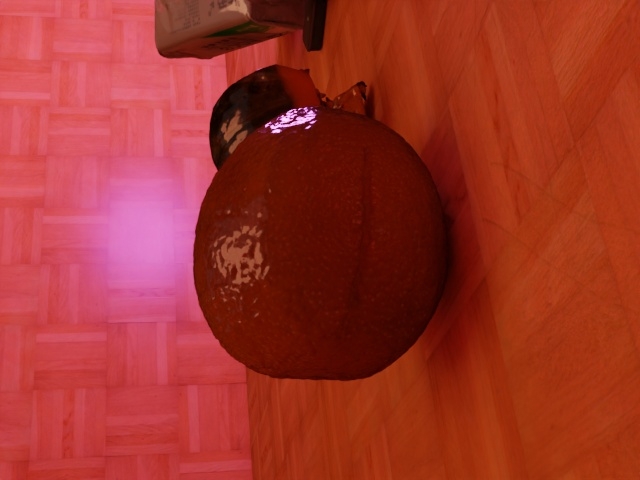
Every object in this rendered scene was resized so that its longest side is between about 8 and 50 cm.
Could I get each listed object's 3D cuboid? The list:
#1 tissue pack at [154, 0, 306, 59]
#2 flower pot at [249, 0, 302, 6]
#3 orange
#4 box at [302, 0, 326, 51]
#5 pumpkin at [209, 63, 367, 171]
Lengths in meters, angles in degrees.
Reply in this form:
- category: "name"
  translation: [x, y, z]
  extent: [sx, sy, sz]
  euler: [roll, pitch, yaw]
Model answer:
- category: "tissue pack"
  translation: [-0.220, -0.632, 2.170]
  extent: [0.404, 0.205, 0.332]
  euler: [-2, 90, 48]
- category: "flower pot"
  translation: [-0.091, -0.591, 1.807]
  extent: [0.195, 0.246, 0.246]
  euler: [113, 154, -64]
- category: "orange"
  translation: [0.000, 0.000, 1.152]
  extent: [0.322, 0.321, 0.357]
  euler: [115, 158, -65]
- category: "box"
  translation: [-0.013, -0.474, 1.930]
  extent: [0.091, 0.031, 0.126]
  euler: [-108, 22, -57]
- category: "pumpkin"
  translation: [-0.041, -0.139, 1.500]
  extent: [0.256, 0.303, 0.226]
  euler: [-35, 59, 43]
